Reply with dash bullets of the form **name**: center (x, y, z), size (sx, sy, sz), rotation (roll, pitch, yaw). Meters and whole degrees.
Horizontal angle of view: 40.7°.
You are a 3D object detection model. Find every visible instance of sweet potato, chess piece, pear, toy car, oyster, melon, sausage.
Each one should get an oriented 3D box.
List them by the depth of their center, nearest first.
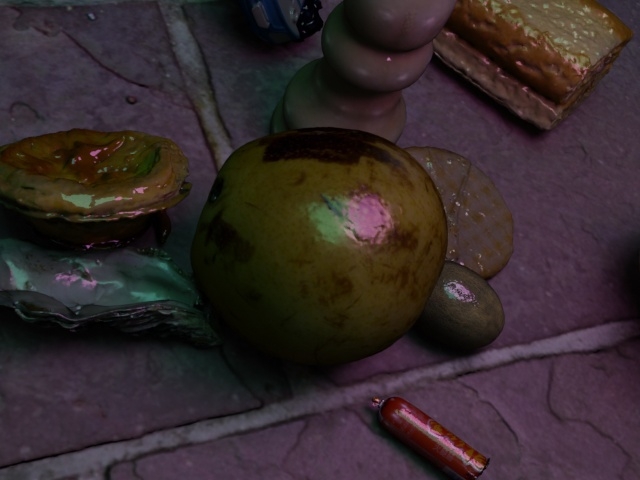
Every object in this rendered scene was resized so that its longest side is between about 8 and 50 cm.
- **oyster**: center (-0.247, 0.051, 0.938), size (0.252, 0.087, 0.199), rotation (-5, 32, -45)
- **pear**: center (0.000, 0.000, 0.945), size (0.284, 0.283, 0.283), rotation (9, 55, -13)
- **sausage**: center (0.119, 0.219, 0.971), size (0.145, 0.048, 0.050), rotation (35, 48, 10)
- **melon**: center (0.162, 0.078, 1.047), size (0.131, 0.098, 0.098), rotation (30, 53, 2)
- **sweet potato**: center (-0.201, -0.045, 1.058), size (0.026, 0.026, 0.115), rotation (-13, 66, -25)
- **chess piece**: center (0.060, -0.229, 1.078), size (0.182, 0.330, 0.182), rotation (9, 56, -13)
- **toy car**: center (-0.073, -0.429, 1.273), size (0.166, 0.198, 0.314), rotation (0, 53, 22)

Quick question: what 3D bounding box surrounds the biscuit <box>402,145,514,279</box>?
- **biscuit**: center (0.169, -0.038, 1.155), size (0.220, 0.033, 0.219), rotation (14, 56, -21)

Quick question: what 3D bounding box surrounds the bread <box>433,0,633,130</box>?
- **bread**: center (0.276, -0.356, 1.339), size (0.375, 0.165, 0.236), rotation (38, 51, 11)

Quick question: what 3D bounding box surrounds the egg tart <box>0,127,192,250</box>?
- **egg tart**: center (-0.260, -0.060, 0.975), size (0.241, 0.105, 0.241), rotation (4, 24, -2)
